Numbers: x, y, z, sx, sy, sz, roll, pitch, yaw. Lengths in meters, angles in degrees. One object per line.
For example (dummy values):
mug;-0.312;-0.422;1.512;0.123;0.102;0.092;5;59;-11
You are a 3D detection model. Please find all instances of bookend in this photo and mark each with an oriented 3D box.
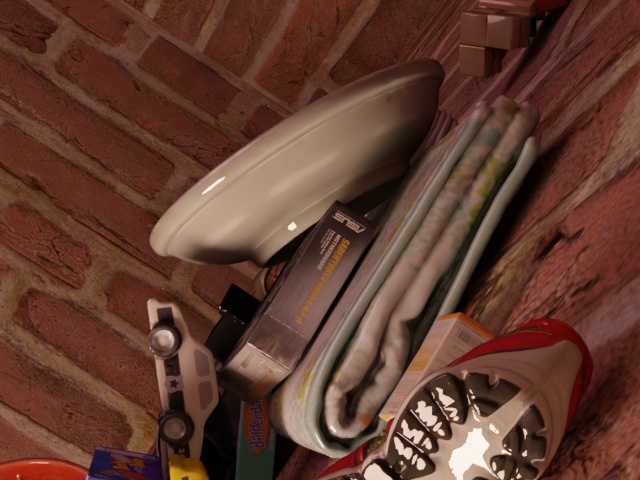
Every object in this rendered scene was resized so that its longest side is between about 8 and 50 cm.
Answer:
bookend;-0.105;0.172;1.791;0.157;0.156;0.072;-55;6;26

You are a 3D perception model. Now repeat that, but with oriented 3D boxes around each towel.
towel;0.079;0.045;1.280;0.374;0.090;0.320;-57;2;-10

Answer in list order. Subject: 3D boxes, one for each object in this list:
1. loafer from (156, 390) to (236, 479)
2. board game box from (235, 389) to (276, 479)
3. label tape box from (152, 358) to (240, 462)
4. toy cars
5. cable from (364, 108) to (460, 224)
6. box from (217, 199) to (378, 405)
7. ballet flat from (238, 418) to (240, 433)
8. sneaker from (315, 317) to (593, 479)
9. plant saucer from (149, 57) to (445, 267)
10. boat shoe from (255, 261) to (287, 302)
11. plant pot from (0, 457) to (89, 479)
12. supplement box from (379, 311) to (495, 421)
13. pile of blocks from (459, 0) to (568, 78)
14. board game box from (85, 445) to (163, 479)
loafer;-0.147;0.285;1.574;0.303;0.109;0.095;-88;21;-47
board game box;-0.076;0.199;1.593;0.210;0.047;0.160;-119;35;-84
label tape box;-0.174;0.293;1.959;0.241;0.106;0.334;-55;5;25
toy cars;-0.119;0.225;1.311;0.176;0.087;0.394;92;167;-48
cable;0.100;-0.071;1.749;0.257;0.089;0.257;-57;5;-3
box;-0.031;0.073;1.371;0.183;0.056;0.231;-59;3;-21
ballet flat;-0.071;0.201;1.733;0.049;0.057;0.173;-82;16;-71
sneaker;0.075;0.144;0.782;0.118;0.107;0.279;-35;-9;-46
plant saucer;-0.007;-0.063;1.491;0.400;0.101;0.400;-31;-7;-4
boat shoe;0.000;0.000;2.262;0.104;0.111;0.307;-16;39;45
plant pot;-0.420;0.508;1.857;0.272;0.272;0.265;-64;-22;-54
supplement box;0.092;0.108;1.008;0.098;0.036;0.062;-57;5;-10
pile of blocks;0.309;-0.365;1.695;0.112;0.149;0.362;17;80;40
board game box;-0.236;0.406;1.330;0.233;0.078;0.347;163;118;-82
